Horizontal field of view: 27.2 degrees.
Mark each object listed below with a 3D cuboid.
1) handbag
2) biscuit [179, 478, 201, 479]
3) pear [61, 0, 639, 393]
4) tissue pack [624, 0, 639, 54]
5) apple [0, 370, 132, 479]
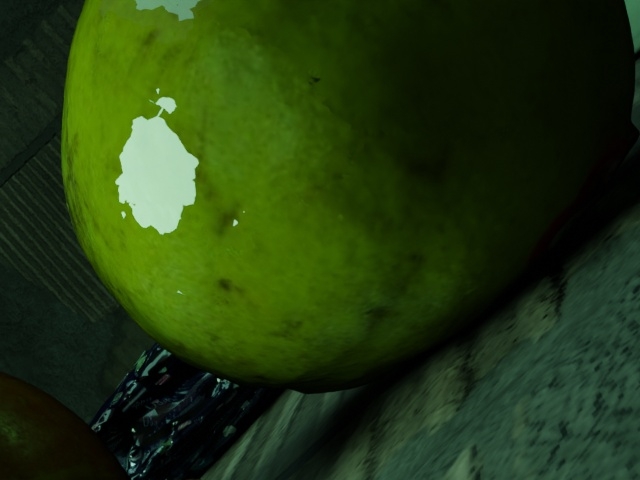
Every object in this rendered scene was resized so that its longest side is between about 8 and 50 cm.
[{"bbox_3d":[-0.117,0.137,1.168,0.260,0.113,0.162,-45,-2,-22],"label":"handbag"},{"bbox_3d":[-0.166,0.252,0.887,0.247,0.029,0.118,-44,8,-14],"label":"biscuit"},{"bbox_3d":[-0.001,-0.051,0.719,0.287,0.287,0.375,-45,-12,-45],"label":"pear"},{"bbox_3d":[0.280,-0.275,1.214,0.388,0.162,0.287,-42,5,44],"label":"tissue pack"},{"bbox_3d":[-0.202,0.190,0.717,0.246,0.246,0.226,-44,-17,-2],"label":"apple"}]
